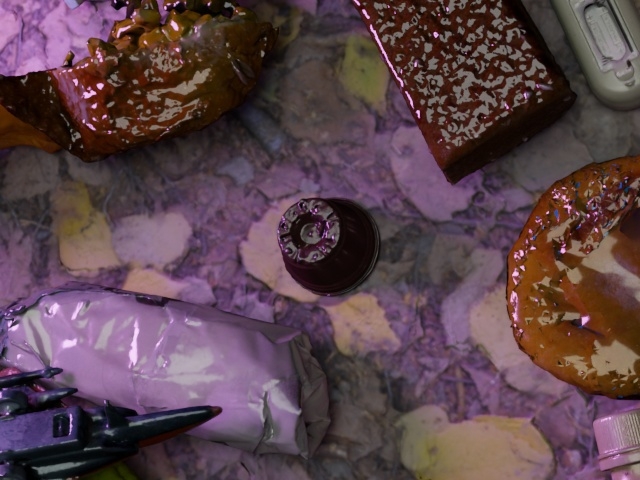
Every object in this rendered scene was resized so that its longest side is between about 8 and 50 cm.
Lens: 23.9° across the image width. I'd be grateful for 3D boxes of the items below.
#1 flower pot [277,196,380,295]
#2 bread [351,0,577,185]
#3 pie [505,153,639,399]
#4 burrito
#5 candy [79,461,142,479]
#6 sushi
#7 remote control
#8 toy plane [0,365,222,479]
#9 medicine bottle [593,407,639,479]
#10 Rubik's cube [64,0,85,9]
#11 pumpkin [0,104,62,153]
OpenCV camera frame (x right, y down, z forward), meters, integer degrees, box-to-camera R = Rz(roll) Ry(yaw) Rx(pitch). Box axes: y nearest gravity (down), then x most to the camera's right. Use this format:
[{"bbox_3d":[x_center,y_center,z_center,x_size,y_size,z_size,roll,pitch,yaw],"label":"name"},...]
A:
[{"bbox_3d":[0.000,0.000,1.602,0.111,0.089,0.111,-3,80,16],"label":"flower pot"},{"bbox_3d":[0.107,-0.277,1.605,0.165,0.113,0.416,-29,73,8],"label":"bread"},{"bbox_3d":[0.314,0.032,1.516,0.273,0.069,0.273,-3,79,14],"label":"pie"},{"bbox_3d":[-0.196,0.122,1.633,0.446,0.101,0.139,13,87,18],"label":"burrito"},{"bbox_3d":[-0.236,0.274,1.627,0.097,0.097,0.209,-44,66,6],"label":"candy"},{"bbox_3d":[-0.193,-0.192,1.662,0.296,0.167,0.179,-16,100,20],"label":"sushi"},{"bbox_3d":[0.288,-0.239,1.582,0.078,0.042,0.221,-25,75,12],"label":"remote control"},{"bbox_3d":[-0.260,0.205,1.553,0.326,0.104,0.223,-18,53,17],"label":"toy plane"},{"bbox_3d":[0.321,0.287,1.448,0.114,0.114,0.252,-15,78,14],"label":"medicine bottle"},{"bbox_3d":[-0.279,-0.314,1.741,0.073,0.084,0.075,0,65,12],"label":"Rubik's cube"},{"bbox_3d":[-0.446,-0.078,1.674,0.258,0.290,0.095,-37,81,23],"label":"pumpkin"}]
